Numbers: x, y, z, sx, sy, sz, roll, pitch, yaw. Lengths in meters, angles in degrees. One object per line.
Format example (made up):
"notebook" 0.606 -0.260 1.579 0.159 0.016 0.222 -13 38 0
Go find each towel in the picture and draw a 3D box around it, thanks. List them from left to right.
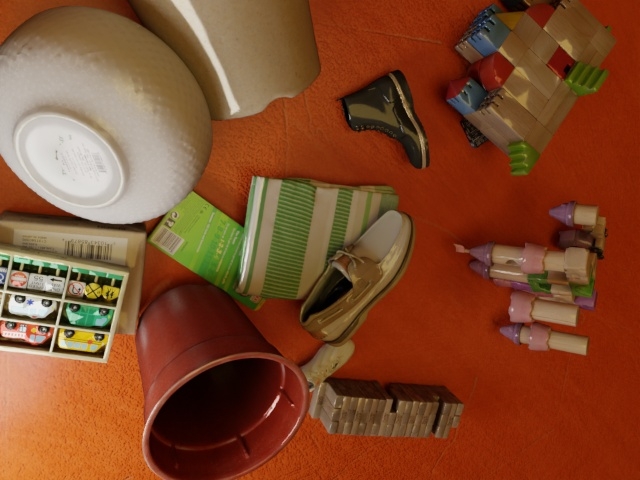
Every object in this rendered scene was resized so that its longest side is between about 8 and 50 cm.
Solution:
"towel" 0.000 0.000 1.141 0.325 0.038 0.248 3 104 -30

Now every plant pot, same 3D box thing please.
"plant pot" -0.197 0.224 1.006 0.272 0.265 0.272 -14 124 -22
"plant pot" -0.146 -0.366 0.880 0.334 0.334 0.305 -27 122 -11

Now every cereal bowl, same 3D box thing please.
"cereal bowl" -0.338 -0.152 0.850 0.339 0.141 0.339 7 131 7

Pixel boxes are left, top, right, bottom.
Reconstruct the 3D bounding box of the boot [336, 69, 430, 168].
"boot" 0.124 -0.215 1.136 0.137 0.077 0.198 -24 98 -7

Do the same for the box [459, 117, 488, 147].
"box" 0.345 -0.247 1.227 0.083 0.018 0.067 -37 113 -7

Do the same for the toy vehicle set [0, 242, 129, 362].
"toy vehicle set" -0.461 0.098 0.928 0.267 0.035 0.166 12 100 -21

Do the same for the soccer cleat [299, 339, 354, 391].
"soccer cleat" -0.006 0.274 1.212 0.196 0.076 0.068 -29 112 -11

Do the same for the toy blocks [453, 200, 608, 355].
"toy blocks" 0.458 0.062 1.268 0.288 0.260 0.309 42 61 -52

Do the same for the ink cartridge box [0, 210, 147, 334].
"ink cartridge box" -0.429 0.058 0.997 0.234 0.088 0.193 4 102 -21

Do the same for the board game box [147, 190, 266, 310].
"board game box" -0.187 0.021 1.101 0.259 0.039 0.124 37 90 -22

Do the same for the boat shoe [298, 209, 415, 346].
"boat shoe" 0.072 0.064 1.114 0.103 0.113 0.302 31 91 -39

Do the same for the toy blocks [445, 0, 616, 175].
"toy blocks" 0.390 -0.356 1.135 0.261 0.191 0.381 37 83 -14

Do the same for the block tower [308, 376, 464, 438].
"block tower" 0.149 0.374 1.286 0.335 0.097 0.091 10 100 -20
